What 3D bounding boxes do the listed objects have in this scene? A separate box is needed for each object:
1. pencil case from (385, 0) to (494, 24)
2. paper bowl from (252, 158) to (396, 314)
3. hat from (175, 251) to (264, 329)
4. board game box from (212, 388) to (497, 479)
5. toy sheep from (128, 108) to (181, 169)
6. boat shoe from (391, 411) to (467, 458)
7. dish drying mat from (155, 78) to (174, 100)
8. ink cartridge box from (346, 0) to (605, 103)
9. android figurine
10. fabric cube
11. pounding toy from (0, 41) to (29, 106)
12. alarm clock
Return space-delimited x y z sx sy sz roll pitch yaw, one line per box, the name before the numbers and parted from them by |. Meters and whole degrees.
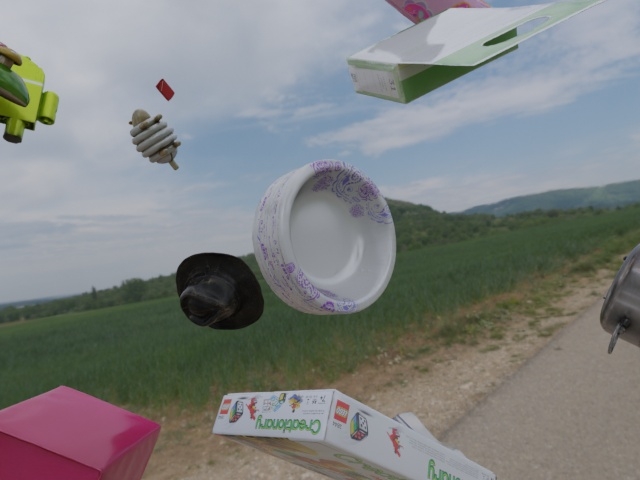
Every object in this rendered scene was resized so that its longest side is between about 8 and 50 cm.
pencil case | 0.184 -0.434 0.813 0.284 0.124 0.124 31 -19 -19
paper bowl | 0.000 0.000 0.876 0.284 0.284 0.148 -8 -4 -42
hat | -0.358 0.193 1.495 0.331 0.331 0.134 -11 18 22
board game box | 0.048 0.259 0.556 0.305 0.053 0.193 36 -38 -30
toy sheep | -0.317 -0.193 0.886 0.091 0.132 0.091 -26 18 9
boat shoe | 0.140 0.392 0.733 0.158 0.127 0.340 -18 -2 -10
dish drying mat | -0.421 -0.409 1.246 0.008 0.032 0.083 33 -5 8
ink cartridge box | 0.157 -0.210 0.515 0.171 0.056 0.235 -29 33 -12
android figurine | -0.818 -0.383 1.182 0.248 0.272 0.056 8 -26 -30
fabric cube | -0.513 0.470 0.885 0.254 0.259 0.258 20 -4 3
pounding toy | -0.748 -0.411 1.033 0.183 0.110 0.237 26 -8 2
alarm clock | 0.387 0.073 0.561 0.064 0.129 0.192 26 47 37
